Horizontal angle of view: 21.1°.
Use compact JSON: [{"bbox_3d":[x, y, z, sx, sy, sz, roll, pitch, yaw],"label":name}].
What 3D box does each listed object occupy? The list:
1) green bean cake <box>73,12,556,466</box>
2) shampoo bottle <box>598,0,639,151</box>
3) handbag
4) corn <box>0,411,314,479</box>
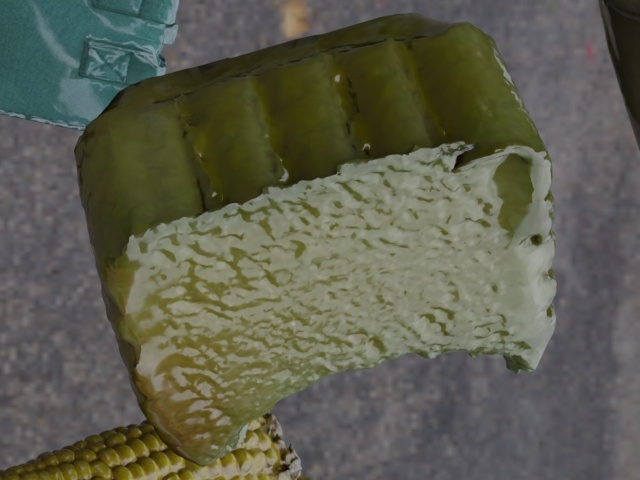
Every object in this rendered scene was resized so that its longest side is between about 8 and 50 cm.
[{"bbox_3d":[0.000,0.000,0.915,0.233,0.236,0.124,79,-6,-54],"label":"green bean cake"},{"bbox_3d":[0.234,-0.065,0.968,0.126,0.084,0.350,-55,148,-13],"label":"shampoo bottle"},{"bbox_3d":[-0.244,-0.233,1.398,0.100,0.274,0.269,-98,-162,-59],"label":"handbag"},{"bbox_3d":[-0.152,0.175,1.042,0.305,0.106,0.106,-14,105,-29],"label":"corn"}]
